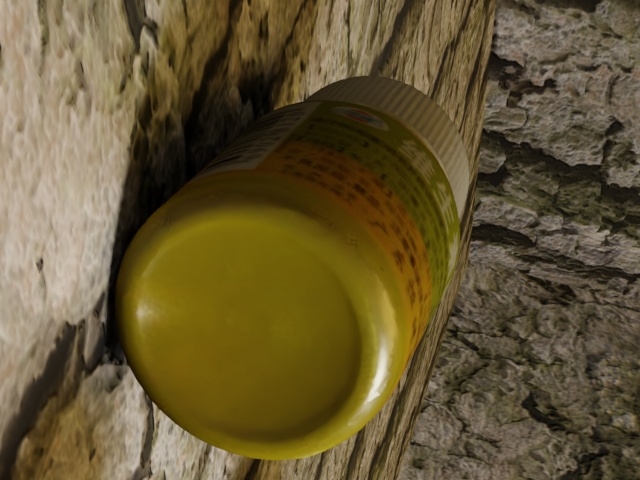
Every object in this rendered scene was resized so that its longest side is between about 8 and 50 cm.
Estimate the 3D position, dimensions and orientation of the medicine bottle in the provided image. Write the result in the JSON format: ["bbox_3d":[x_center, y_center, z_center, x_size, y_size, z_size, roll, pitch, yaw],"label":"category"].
[{"bbox_3d":[0.000,0.000,1.190,0.384,0.224,0.224,-54,156,-64],"label":"medicine bottle"}]
